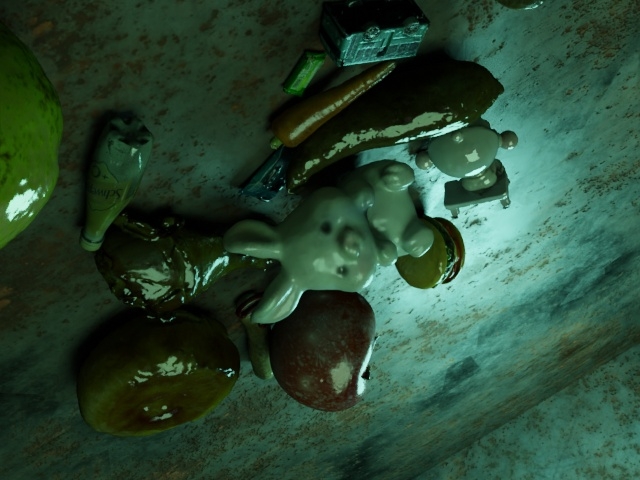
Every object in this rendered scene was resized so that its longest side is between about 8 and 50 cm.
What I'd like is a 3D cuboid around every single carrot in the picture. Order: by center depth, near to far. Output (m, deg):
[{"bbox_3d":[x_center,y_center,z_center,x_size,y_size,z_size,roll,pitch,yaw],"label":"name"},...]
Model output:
[{"bbox_3d":[0.016,-0.231,1.640,0.257,0.061,0.061,-34,149,18],"label":"carrot"}]

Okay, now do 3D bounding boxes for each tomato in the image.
[{"bbox_3d":[0.005,0.223,2.105,0.227,0.270,0.270,11,142,2],"label":"tomato"}]

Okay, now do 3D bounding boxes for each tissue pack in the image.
[{"bbox_3d":[-0.074,-0.119,1.775,0.138,0.028,0.085,-47,144,20],"label":"tissue pack"}]

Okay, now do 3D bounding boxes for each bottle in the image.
[{"bbox_3d":[-0.333,-0.078,1.570,0.083,0.083,0.269,-6,142,-33],"label":"bottle"}]

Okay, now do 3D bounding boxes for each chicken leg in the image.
[{"bbox_3d":[-0.233,0.054,1.782,0.361,0.140,0.211,6,125,-39],"label":"chicken leg"}]

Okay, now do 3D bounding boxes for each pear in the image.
[{"bbox_3d":[-0.483,-0.120,1.147,0.391,0.391,0.391,-21,147,-14],"label":"pear"}]

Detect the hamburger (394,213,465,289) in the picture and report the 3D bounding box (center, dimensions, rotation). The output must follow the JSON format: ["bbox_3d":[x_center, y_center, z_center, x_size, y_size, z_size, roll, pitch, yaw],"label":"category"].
[{"bbox_3d":[0.227,0.024,2.101,0.115,0.162,0.162,-9,143,-38],"label":"hamburger"}]

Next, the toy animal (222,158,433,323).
[{"bbox_3d":[0.008,-0.002,1.784,0.368,0.196,0.241,-30,-167,-36],"label":"toy animal"}]

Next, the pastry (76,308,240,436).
[{"bbox_3d":[-0.325,0.270,1.999,0.356,0.163,0.356,-19,151,-11],"label":"pastry"}]

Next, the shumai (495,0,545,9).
[{"bbox_3d":[0.341,-0.467,1.536,0.153,0.161,0.209,-28,132,-46],"label":"shumai"}]

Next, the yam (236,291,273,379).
[{"bbox_3d":[-0.134,0.209,2.153,0.066,0.066,0.299,-23,146,-11],"label":"yam"}]

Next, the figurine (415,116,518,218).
[{"bbox_3d":[0.276,-0.156,1.913,0.256,0.182,0.144,49,57,-51],"label":"figurine"}]

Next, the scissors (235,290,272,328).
[{"bbox_3d":[-0.050,0.084,1.985,0.248,0.017,0.144,-40,153,7],"label":"scissors"}]

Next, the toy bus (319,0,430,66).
[{"bbox_3d":[0.079,-0.327,1.558,0.160,0.079,0.091,-13,146,-28],"label":"toy bus"}]

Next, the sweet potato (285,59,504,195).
[{"bbox_3d":[0.119,-0.209,1.711,0.423,0.130,0.130,-23,148,-7],"label":"sweet potato"}]

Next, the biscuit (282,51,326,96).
[{"bbox_3d":[-0.026,-0.271,1.609,0.046,0.016,0.089,2,137,-43],"label":"biscuit"}]
